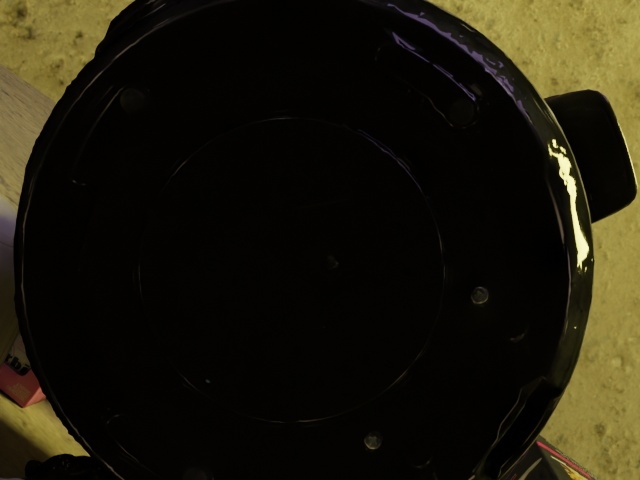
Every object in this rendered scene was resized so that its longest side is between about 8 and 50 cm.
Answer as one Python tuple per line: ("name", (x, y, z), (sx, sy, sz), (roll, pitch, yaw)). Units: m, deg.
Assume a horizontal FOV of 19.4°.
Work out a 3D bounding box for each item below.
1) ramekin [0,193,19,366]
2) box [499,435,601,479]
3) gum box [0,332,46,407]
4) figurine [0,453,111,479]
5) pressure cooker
("ramekin", (-0.321, -0.003, 1.355), (0.273, 0.127, 0.273), (37, 5, -4))
("box", (0.240, 0.325, 1.964), (0.143, 0.165, 0.270), (37, 6, -6))
("gum box", (-0.213, 0.069, 1.538), (0.062, 0.107, 0.188), (38, 6, 4))
("figurine", (-0.130, 0.201, 1.161), (0.209, 0.092, 0.215), (30, 4, 11))
("pressure cooker", (0.000, 0.006, 1.298), (0.370, 0.375, 0.420), (25, 7, 5))
